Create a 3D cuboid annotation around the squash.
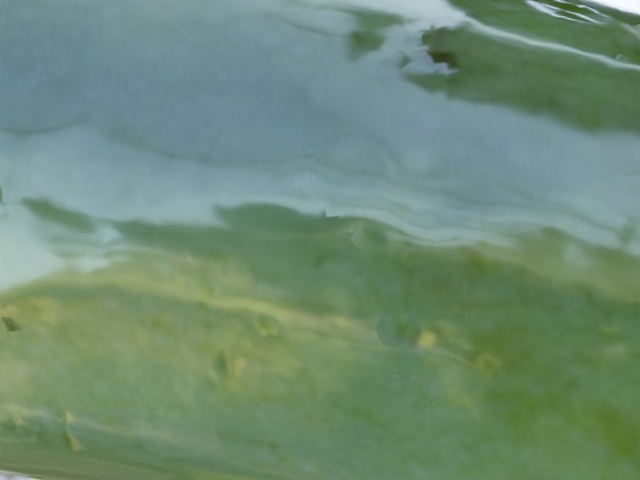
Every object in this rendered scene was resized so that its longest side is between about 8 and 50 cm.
[{"bbox_3d":[0.003,-0.003,0.375,0.118,0.370,0.118,8,-90,-68],"label":"squash"}]
